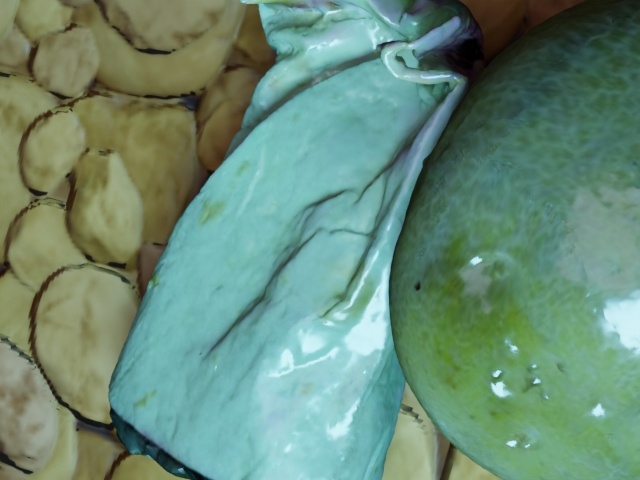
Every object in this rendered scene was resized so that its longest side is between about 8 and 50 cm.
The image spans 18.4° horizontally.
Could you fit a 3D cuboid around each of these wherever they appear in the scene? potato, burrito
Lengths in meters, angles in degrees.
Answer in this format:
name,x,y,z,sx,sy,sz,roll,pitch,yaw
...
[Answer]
name,x,y,z,sx,sy,sz,roll,pitch,yaw
potato,0.135,-0.004,0.732,0.235,0.178,0.160,-27,25,2
burrito,0.000,0.000,0.824,0.144,0.089,0.229,25,96,39
